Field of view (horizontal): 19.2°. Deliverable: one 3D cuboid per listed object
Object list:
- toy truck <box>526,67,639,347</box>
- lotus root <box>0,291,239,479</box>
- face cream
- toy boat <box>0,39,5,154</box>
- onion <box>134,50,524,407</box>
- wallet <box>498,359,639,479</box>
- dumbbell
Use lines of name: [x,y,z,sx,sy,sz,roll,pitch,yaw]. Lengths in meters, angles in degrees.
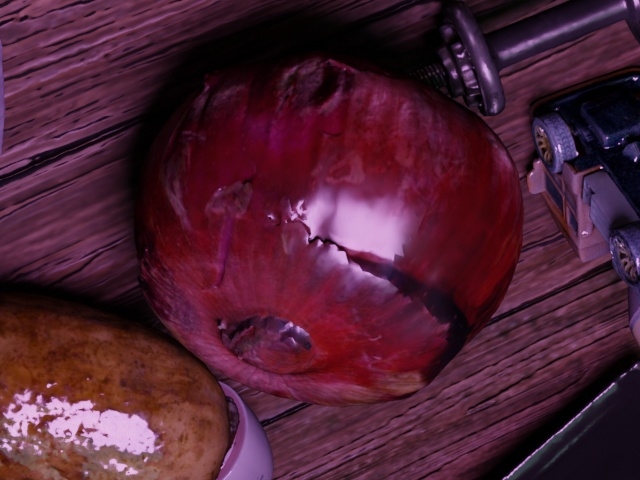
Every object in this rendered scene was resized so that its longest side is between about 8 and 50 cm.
toy truck: [0.232,0.013,1.256,0.108,0.256,0.140,-20,140,-11]
lotus root: [-0.183,0.106,1.199,0.260,0.128,0.145,13,114,-14]
face cream: [-0.081,0.146,1.317,0.091,0.091,0.095,-36,143,4]
toy boat: [-0.266,-0.022,0.976,0.293,0.111,0.276,-51,156,-52]
onion: [0.000,0.000,1.155,0.246,0.190,0.246,11,142,9]
wallet: [0.231,0.242,1.575,0.247,0.041,0.323,-44,141,2]
dumbbell: [0.149,-0.136,1.200,0.255,0.110,0.110,-22,134,0]
